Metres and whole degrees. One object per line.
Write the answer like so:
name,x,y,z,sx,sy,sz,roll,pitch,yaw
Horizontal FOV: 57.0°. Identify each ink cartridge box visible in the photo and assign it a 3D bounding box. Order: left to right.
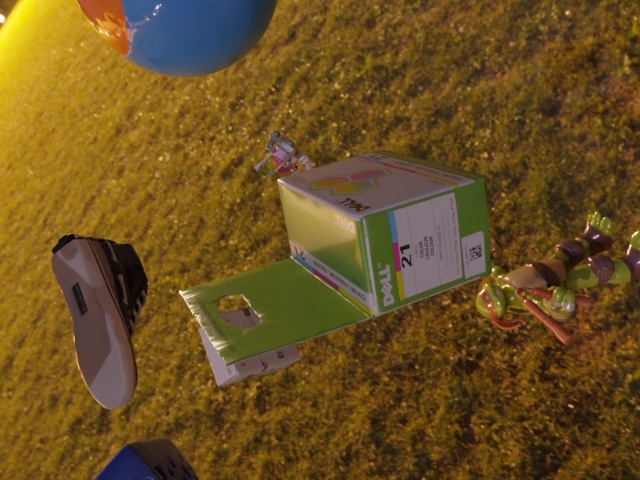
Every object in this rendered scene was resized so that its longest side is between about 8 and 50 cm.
ink cartridge box,-0.109,0.159,0.912,0.056,0.135,0.099,-36,68,35
ink cartridge box,0.000,0.000,0.553,0.188,0.255,0.097,31,135,61

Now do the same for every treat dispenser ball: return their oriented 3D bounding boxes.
treat dispenser ball,-0.198,-0.377,0.825,0.288,0.288,0.288,-33,41,34

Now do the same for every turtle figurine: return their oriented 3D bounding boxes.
turtle figurine,0.269,0.049,0.679,0.217,0.087,0.269,-21,14,-9

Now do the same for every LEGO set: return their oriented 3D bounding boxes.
LEGO set,-0.061,-0.151,1.405,0.107,0.287,0.132,-43,50,4

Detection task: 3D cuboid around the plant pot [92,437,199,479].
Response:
plant pot,-0.301,0.500,1.005,0.236,0.212,0.236,-49,-13,-11

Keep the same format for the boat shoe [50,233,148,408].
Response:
boat shoe,-0.384,0.142,1.129,0.127,0.158,0.341,-30,73,28
